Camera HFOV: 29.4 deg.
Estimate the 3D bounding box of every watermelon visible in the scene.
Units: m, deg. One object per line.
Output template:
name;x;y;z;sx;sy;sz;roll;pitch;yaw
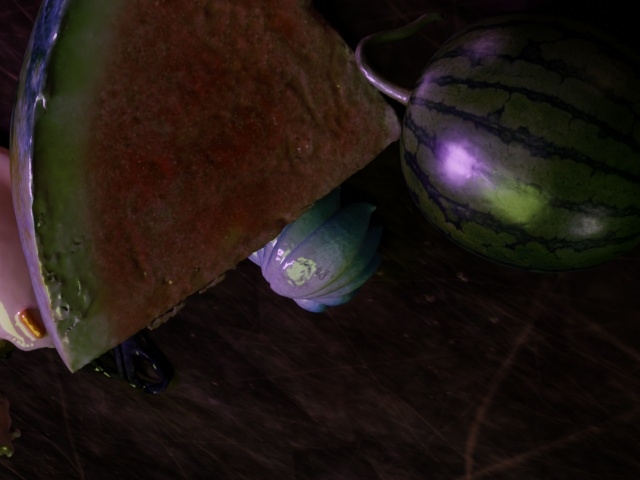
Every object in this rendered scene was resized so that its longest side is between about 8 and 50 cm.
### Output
watermelon;-0.093;-0.076;0.767;0.193;0.232;0.310;3;96;42
watermelon;0.098;-0.059;0.658;0.187;0.140;0.140;22;150;16

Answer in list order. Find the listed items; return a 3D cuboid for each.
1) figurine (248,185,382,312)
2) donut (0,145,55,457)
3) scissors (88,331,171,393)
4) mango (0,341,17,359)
figurine;0.000;0.000;0.913;0.114;0.079;0.114;3;113;8
donut;-0.365;0.052;1.131;0.307;0.150;0.371;44;129;-1
scissors;-0.206;0.080;1.253;0.109;0.022;0.300;21;149;7
mango;-0.394;0.059;1.312;0.178;0.100;0.119;37;115;3
